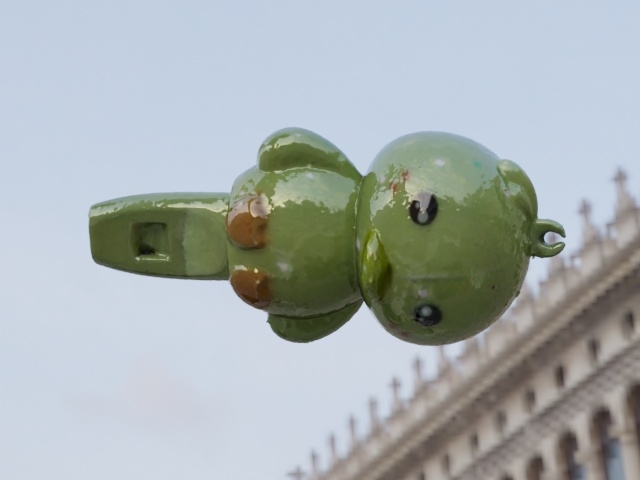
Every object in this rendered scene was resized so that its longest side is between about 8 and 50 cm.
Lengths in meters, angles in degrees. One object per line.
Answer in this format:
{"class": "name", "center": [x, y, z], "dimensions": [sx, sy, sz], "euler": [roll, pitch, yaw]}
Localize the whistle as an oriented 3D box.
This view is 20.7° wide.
{"class": "whistle", "center": [0.001, 0.003, 1.072], "dimensions": [0.294, 0.141, 0.141], "euler": [-4, -26, -1]}
